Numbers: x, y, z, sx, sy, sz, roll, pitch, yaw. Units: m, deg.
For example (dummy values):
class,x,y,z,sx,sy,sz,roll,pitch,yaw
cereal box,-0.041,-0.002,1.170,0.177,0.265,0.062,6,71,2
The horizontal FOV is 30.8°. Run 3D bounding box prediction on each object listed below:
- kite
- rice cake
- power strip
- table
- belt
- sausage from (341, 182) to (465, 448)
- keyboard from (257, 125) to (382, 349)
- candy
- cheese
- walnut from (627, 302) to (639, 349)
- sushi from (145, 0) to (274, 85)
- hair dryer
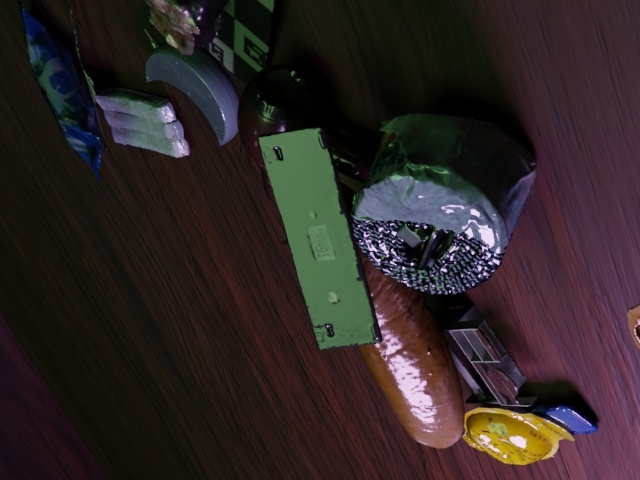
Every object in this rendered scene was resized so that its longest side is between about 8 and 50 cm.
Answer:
class,x,y,z,sx,sy,sz,roll,pitch,yaw
kite,-0.416,-0.301,2.058,0.310,0.015,0.169,95,153,-55
rice cake,-0.313,-0.210,2.059,0.211,0.038,0.124,21,142,42
power strip,-0.210,-0.255,1.853,0.216,0.044,0.137,42,151,10
table,0.241,0.173,1.734,0.146,0.062,0.175,55,153,-12
belt,0.150,-0.048,1.467,0.207,0.150,0.257,21,149,4
sausage,0.098,0.122,1.678,0.136,0.123,0.501,1,129,46
keyboard,0.000,0.000,1.535,0.106,0.027,0.317,-7,112,21
candy,-0.473,-0.276,2.115,0.331,0.077,0.187,63,164,14
cheese,0.315,0.289,1.766,0.156,0.064,0.250,36,147,-21
walnut,0.462,0.119,1.331,0.211,0.087,0.167,40,157,18
sushi,-0.208,-0.351,1.623,0.296,0.100,0.373,42,159,11
hair dryer,0.039,-0.098,1.676,0.340,0.123,0.312,27,157,16
